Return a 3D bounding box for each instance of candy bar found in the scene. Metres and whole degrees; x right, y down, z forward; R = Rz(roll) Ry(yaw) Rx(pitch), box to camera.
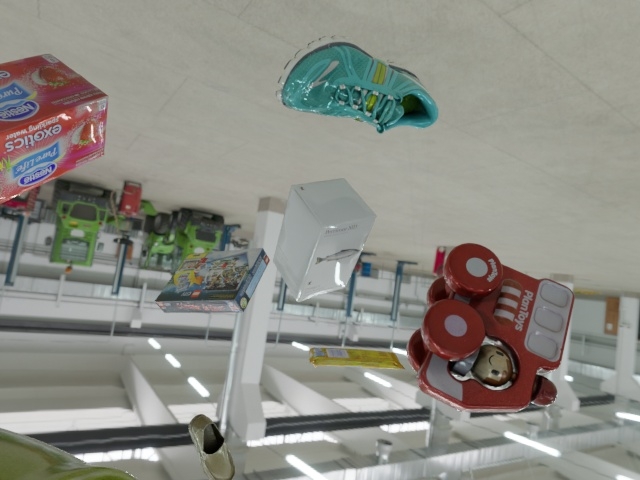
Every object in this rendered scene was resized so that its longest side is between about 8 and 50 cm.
[{"bbox_3d":[0.057,0.187,0.650,0.161,0.018,0.040,8,-155,-18],"label":"candy bar"}]

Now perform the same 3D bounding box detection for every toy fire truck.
[{"bbox_3d":[0.311,0.167,0.745,0.253,0.302,0.169,23,150,13],"label":"toy fire truck"}]

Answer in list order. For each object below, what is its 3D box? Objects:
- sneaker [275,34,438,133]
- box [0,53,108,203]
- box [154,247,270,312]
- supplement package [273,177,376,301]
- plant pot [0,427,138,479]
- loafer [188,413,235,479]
[{"bbox_3d":[0.067,-0.210,0.584,0.275,0.110,0.107,-9,143,-36],"label":"sneaker"},{"bbox_3d":[-0.449,-0.153,0.585,0.122,0.257,0.128,36,133,3],"label":"box"},{"bbox_3d":[-0.251,0.094,0.962,0.233,0.159,0.044,-5,131,26],"label":"box"},{"bbox_3d":[0.000,0.000,0.693,0.105,0.179,0.105,-12,-130,-30],"label":"supplement package"},{"bbox_3d":[-0.361,0.343,0.380,0.352,0.367,0.366,-9,169,18],"label":"plant pot"},{"bbox_3d":[-0.204,0.404,0.784,0.056,0.148,0.050,-31,-172,-38],"label":"loafer"}]
